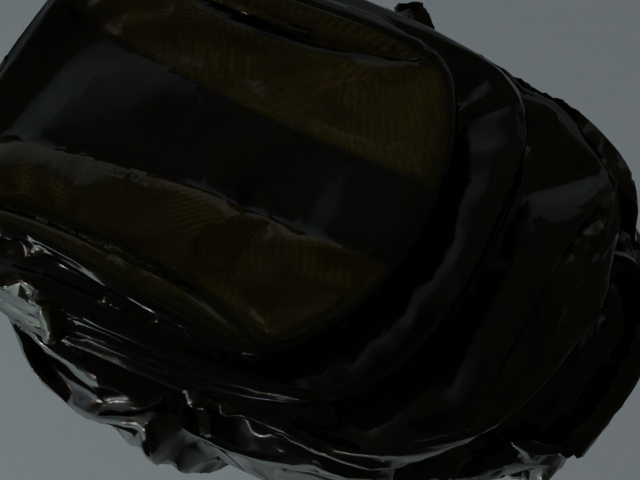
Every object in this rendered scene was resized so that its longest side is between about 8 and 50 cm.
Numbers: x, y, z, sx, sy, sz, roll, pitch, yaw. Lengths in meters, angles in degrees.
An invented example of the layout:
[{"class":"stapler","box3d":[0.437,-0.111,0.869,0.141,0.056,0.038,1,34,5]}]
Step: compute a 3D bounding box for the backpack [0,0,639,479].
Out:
[{"class":"backpack","box3d":[0.000,0.000,0.558,0.258,0.133,0.206,21,-107,25]}]
